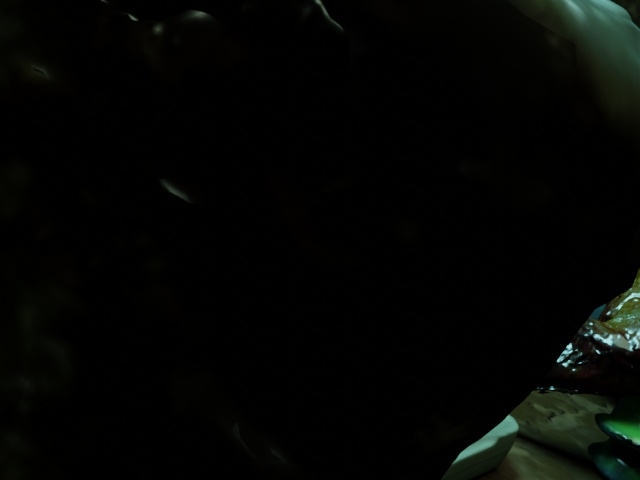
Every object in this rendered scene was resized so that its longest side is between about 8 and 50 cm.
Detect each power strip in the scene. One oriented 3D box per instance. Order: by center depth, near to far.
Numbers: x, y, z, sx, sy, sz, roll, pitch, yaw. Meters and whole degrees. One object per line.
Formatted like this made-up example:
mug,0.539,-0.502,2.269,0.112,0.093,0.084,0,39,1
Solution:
power strip,0.057,0.114,0.788,0.047,0.030,0.191,33,19,26

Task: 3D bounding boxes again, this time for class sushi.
sushi,-0.059,-0.008,0.496,0.299,0.294,0.281,40,13,19

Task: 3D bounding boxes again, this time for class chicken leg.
chicken leg,0.185,0.057,0.913,0.253,0.051,0.106,-23,34,-22

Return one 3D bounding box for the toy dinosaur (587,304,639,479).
toy dinosaur,0.163,0.012,1.094,0.500,0.144,0.374,33,32,25
